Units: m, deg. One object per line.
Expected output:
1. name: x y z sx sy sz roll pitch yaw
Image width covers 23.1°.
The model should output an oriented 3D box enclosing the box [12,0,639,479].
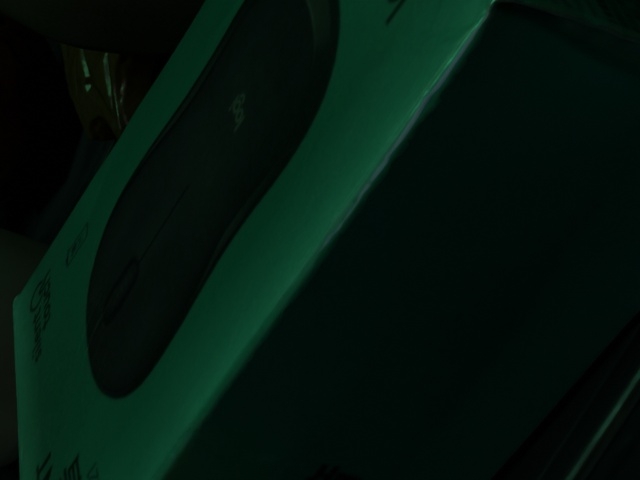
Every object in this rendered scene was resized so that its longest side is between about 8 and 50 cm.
1. box: 0.000 0.000 0.578 0.311 0.118 0.205 -54 28 28

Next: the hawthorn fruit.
1. hawthorn fruit: -0.290 -0.087 1.142 0.200 0.179 0.179 -53 30 24

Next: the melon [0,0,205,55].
1. melon: -0.080 -0.232 0.733 0.330 0.268 0.268 125 152 -44

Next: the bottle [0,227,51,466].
1. bottle: -0.279 0.042 0.954 0.147 0.236 0.148 -42 38 44

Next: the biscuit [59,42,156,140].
1. biscuit: -0.138 -0.155 0.994 0.182 0.034 0.215 124 140 -53
